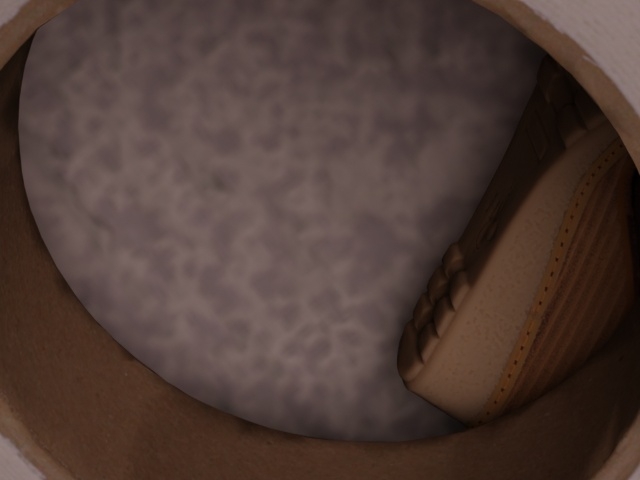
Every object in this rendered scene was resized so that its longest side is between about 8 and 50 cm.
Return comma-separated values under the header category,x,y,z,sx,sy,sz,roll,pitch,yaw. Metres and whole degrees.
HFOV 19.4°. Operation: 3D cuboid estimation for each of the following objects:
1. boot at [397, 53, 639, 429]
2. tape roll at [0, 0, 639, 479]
category,x,y,z,sx,sy,sz,roll,pitch,yaw
boot,0.164,-0.003,0.605,0.207,0.090,0.248,21,123,-15
tape roll,0.000,0.000,0.523,0.392,0.072,0.392,5,121,8
